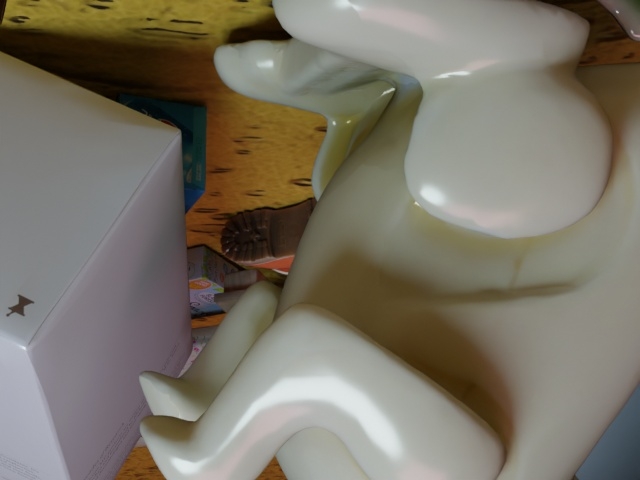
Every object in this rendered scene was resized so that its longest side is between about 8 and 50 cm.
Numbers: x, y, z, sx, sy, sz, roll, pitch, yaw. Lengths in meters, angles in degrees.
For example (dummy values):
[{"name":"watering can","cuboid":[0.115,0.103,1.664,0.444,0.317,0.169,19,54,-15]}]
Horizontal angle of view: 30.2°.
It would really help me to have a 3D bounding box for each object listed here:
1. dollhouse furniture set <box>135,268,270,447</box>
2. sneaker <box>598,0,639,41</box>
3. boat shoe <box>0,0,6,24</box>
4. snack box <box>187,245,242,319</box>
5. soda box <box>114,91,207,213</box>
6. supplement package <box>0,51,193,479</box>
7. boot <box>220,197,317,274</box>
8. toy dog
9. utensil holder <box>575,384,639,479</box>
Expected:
[{"name":"dollhouse furniture set","cuboid":[-0.158,0.168,1.173,0.303,0.173,0.355,-9,150,19]},{"name":"sneaker","cuboid":[0.146,-0.172,0.584,0.080,0.081,0.211,-14,156,28]},{"name":"boat shoe","cuboid":[-0.308,-0.157,0.549,0.324,0.122,0.120,12,161,-14]},{"name":"snack box","cuboid":[-0.151,0.049,1.180,0.141,0.037,0.100,-12,156,22]},{"name":"soda box","cuboid":[-0.153,-0.034,0.921,0.067,0.071,0.210,7,157,-23]},{"name":"supplement package","cuboid":[-0.204,0.038,0.805,0.178,0.175,0.293,25,149,10]},{"name":"boot","cuboid":[0.000,0.000,1.054,0.158,0.059,0.085,-3,163,25]},{"name":"toy dog","cuboid":[0.079,0.088,0.711,0.396,0.407,0.284,7,179,-22]},{"name":"utensil holder","cuboid":[0.354,0.171,0.965,0.386,0.327,0.327,9,156,-18]}]
